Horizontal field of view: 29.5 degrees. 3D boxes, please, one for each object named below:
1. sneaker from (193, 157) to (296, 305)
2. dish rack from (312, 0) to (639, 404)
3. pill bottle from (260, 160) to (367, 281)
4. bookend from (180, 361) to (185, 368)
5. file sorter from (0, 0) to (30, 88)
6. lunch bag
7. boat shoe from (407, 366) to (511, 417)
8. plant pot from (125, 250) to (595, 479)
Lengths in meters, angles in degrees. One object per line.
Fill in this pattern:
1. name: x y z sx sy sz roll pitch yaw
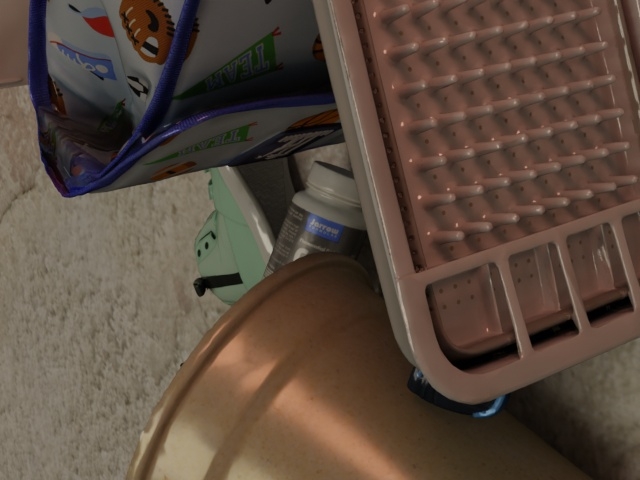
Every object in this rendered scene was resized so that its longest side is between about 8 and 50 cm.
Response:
1. sneaker: -0.100 -0.049 1.242 0.151 0.094 0.256 -16 94 45
2. dish rack: 0.124 -0.081 0.820 0.072 0.285 0.333 -6 99 56
3. pill bottle: 0.000 0.000 1.133 0.078 0.078 0.137 29 103 40
4. bookend: -0.086 0.130 1.251 0.157 0.156 0.072 -19 89 52
5. file sorter: -0.240 -0.284 1.187 0.173 0.277 0.193 37 130 41
6. lunch bag: -0.032 -0.205 0.926 0.239 0.328 0.385 50 135 29
7. boat shoe: 0.120 0.001 0.925 0.089 0.109 0.258 10 76 14
8. plant pot: 0.057 0.224 1.022 0.305 0.334 0.334 30 126 27
